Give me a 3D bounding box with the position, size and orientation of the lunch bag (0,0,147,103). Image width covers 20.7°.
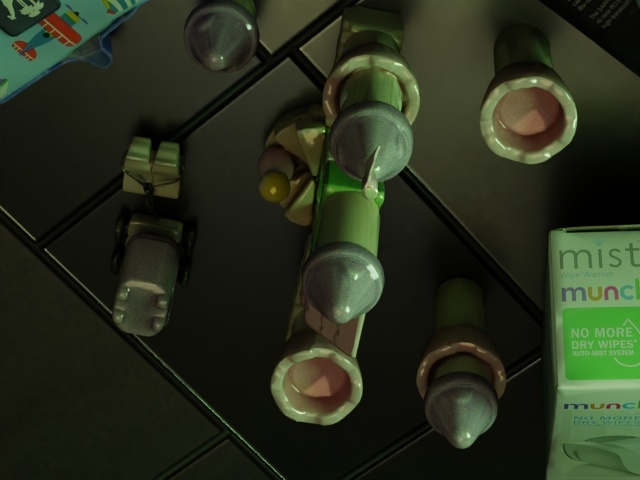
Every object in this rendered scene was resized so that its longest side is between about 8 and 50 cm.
[{"bbox_3d":[-0.247,-0.221,1.199,0.221,0.138,0.293,-33,124,19],"label":"lunch bag"}]

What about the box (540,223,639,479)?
[{"bbox_3d":[0.292,0.084,1.257,0.262,0.126,0.231,-1,156,4],"label":"box"}]

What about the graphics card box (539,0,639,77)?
[{"bbox_3d":[0.236,-0.239,1.153,0.371,0.094,0.233,34,116,-13],"label":"graphics card box"}]

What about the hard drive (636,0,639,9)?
[{"bbox_3d":[0.209,-0.156,1.095,0.022,0.094,0.135,-21,116,15],"label":"hard drive"}]

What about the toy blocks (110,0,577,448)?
[{"bbox_3d":[0.000,0.000,1.210,0.309,0.260,0.288,10,120,-1],"label":"toy blocks"}]
